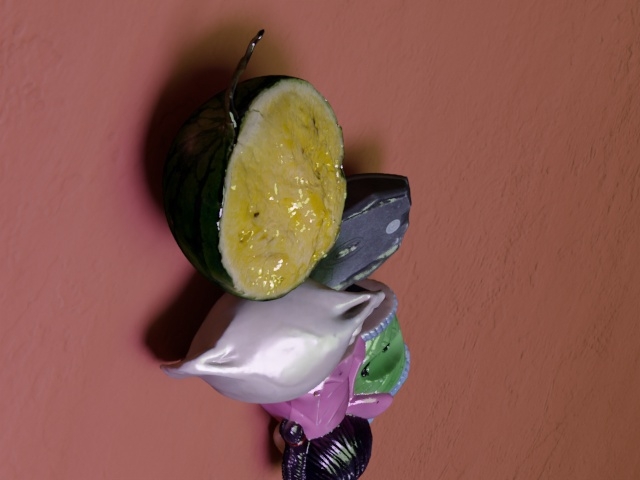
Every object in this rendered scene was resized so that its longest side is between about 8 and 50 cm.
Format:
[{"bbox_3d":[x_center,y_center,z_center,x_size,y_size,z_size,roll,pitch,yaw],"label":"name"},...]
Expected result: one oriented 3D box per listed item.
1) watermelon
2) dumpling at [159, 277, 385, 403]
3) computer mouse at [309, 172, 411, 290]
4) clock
[{"bbox_3d":[-0.073,-0.056,1.714,0.232,0.127,0.204,44,64,-53],"label":"watermelon"},{"bbox_3d":[-0.049,0.098,1.817,0.229,0.124,0.151,-13,168,-16],"label":"dumpling"},{"bbox_3d":[-0.002,-0.003,1.902,0.231,0.071,0.126,-30,148,-24],"label":"computer mouse"},{"bbox_3d":[0.020,0.162,2.005,0.194,0.100,0.195,-40,140,-36],"label":"clock"}]
